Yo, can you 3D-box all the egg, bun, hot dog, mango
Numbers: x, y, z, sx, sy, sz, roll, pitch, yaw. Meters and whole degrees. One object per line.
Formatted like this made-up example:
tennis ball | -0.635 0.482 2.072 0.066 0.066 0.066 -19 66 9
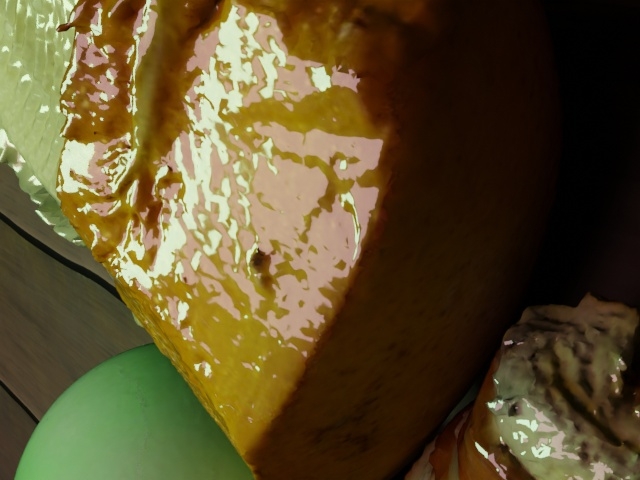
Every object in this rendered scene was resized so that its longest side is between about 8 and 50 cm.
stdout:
egg | -0.064 0.173 0.777 0.269 0.220 0.220 32 133 57
bun | -0.104 -0.120 0.776 0.259 0.152 0.259 35 134 47
hot dog | 0.110 0.099 0.524 0.146 0.103 0.213 45 152 7
mango | 0.000 0.000 0.557 0.350 0.199 0.201 86 179 -48

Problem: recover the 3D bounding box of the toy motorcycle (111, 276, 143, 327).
toy motorcycle | -0.079 0.045 0.923 0.151 0.074 0.229 58 152 15
